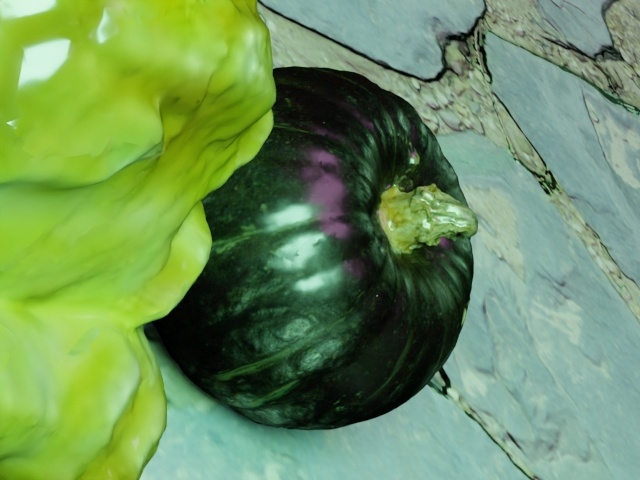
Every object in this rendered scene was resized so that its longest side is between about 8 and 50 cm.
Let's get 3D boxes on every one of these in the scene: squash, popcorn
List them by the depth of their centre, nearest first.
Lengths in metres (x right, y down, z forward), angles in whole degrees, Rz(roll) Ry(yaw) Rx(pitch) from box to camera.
[{"bbox_3d":[-0.150,-0.030,0.589,0.276,0.276,0.225,48,18,-7],"label":"popcorn"},{"bbox_3d":[-0.005,0.001,0.839,0.193,0.156,0.193,13,64,-29],"label":"squash"}]
